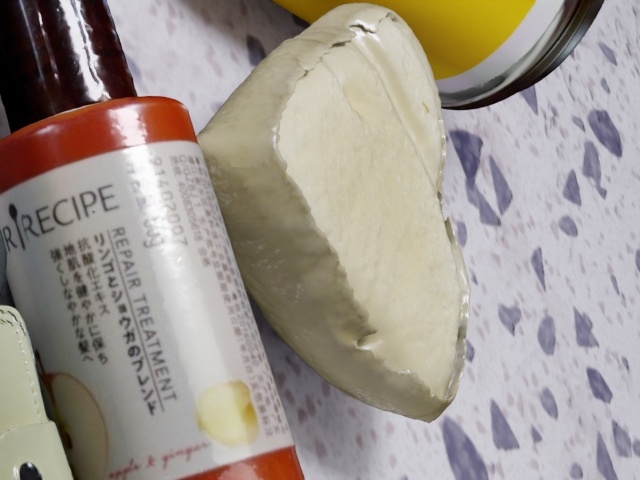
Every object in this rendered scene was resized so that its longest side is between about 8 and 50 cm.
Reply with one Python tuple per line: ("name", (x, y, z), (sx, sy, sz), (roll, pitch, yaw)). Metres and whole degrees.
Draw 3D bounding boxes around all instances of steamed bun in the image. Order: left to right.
("steamed bun", (0.001, -0.027, 1.021), (0.231, 0.110, 0.212), (59, 33, -34))

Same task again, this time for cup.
("cup", (0.037, -0.197, 1.120), (0.279, 0.196, 0.196), (17, 57, -43))

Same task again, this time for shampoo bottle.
("shampoo bottle", (-0.094, 0.005, 0.852), (0.104, 0.104, 0.278), (-6, 76, -58))

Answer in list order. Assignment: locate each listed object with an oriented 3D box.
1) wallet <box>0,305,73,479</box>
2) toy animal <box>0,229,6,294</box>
("wallet", (-0.151, 0.105, 0.766), (0.110, 0.039, 0.155), (-3, 73, -54))
("toy animal", (-0.196, -0.001, 0.683), (0.082, 0.137, 0.269), (41, 0, -33))
